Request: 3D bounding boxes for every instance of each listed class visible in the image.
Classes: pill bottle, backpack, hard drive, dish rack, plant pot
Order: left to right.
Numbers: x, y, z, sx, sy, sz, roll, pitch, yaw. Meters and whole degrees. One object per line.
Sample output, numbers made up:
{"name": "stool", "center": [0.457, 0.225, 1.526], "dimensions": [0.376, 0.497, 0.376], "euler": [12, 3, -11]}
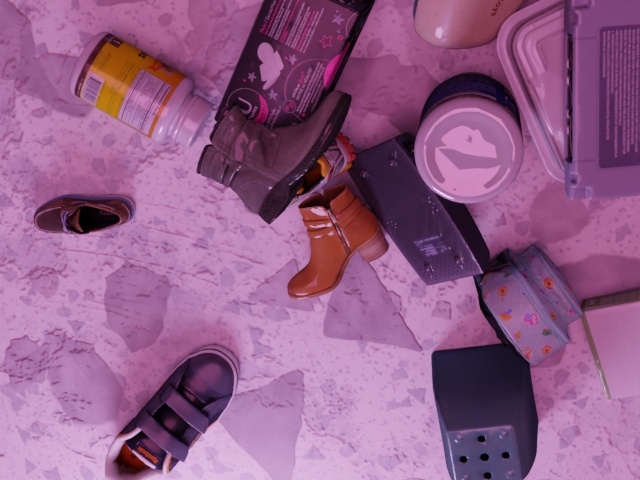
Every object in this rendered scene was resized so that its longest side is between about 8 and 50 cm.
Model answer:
{"name": "pill bottle", "center": [-0.284, -0.236, 1.760], "dimensions": [0.215, 0.117, 0.117], "euler": [30, 111, -3]}
{"name": "hard drive", "center": [0.157, -0.050, 1.746], "dimensions": [0.254, 0.054, 0.172], "euler": [55, 150, -9]}
{"name": "pill bottle", "center": [0.221, -0.164, 1.629], "dimensions": [0.153, 0.264, 0.153], "euler": [3, 111, 7]}
{"name": "plant pot", "center": [0.268, 0.296, 1.801], "dimensions": [0.166, 0.234, 0.165], "euler": [-8, 108, 12]}
{"name": "backpack", "center": [0.332, 0.104, 1.747], "dimensions": [0.144, 0.188, 0.165], "euler": [-32, 101, 18]}
{"name": "dish rack", "center": [0.454, -0.257, 1.615], "dimensions": [0.333, 0.072, 0.285], "euler": [-26, 106, 0]}

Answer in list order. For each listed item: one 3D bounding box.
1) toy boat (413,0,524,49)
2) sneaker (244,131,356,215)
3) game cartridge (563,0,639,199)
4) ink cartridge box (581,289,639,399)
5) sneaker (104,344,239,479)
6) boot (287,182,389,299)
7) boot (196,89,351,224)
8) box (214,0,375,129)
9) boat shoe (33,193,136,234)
{"name": "toy boat", "center": [0.175, -0.402, 1.556], "dimensions": [0.148, 0.318, 0.267], "euler": [55, 133, 32]}
{"name": "sneaker", "center": [-0.050, -0.102, 1.766], "dimensions": [0.225, 0.093, 0.088], "euler": [-33, 93, 39]}
{"name": "game cartridge", "center": [0.447, -0.209, 1.562], "dimensions": [0.196, 0.060, 0.294], "euler": [-3, 104, -2]}
{"name": "ink cartridge box", "center": [0.558, 0.161, 1.777], "dimensions": [0.235, 0.056, 0.171], "euler": [-13, 107, 26]}
{"name": "sneaker", "center": [-0.265, 0.328, 1.954], "dimensions": [0.126, 0.127, 0.321], "euler": [39, 109, -4]}
{"name": "boot", "center": [0.000, 0.000, 1.801], "dimensions": [0.197, 0.073, 0.152], "euler": [-33, 126, 4]}
{"name": "boot", "center": [-0.077, -0.152, 1.605], "dimensions": [0.161, 0.083, 0.246], "euler": [38, 117, 2]}
{"name": "box", "center": [-0.040, -0.280, 1.682], "dimensions": [0.142, 0.163, 0.247], "euler": [27, 112, 2]}
{"name": "boat shoe", "center": [-0.412, -0.043, 1.874], "dimensions": [0.183, 0.066, 0.066], "euler": [-10, 107, 12]}
